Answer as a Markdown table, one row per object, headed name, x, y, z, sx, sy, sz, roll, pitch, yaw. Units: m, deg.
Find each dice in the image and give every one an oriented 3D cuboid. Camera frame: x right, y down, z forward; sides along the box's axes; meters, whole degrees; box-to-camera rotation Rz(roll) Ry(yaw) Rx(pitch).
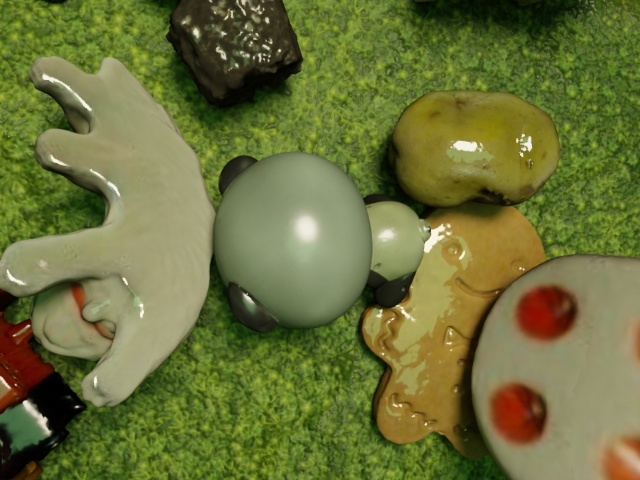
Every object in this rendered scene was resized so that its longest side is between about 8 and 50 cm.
| name | x | y | z | sx | sy | sz | roll | pitch | yaw |
| --- | --- | --- | --- | --- | --- | --- | --- | --- | --- |
| dice | 0.379 | 0.187 | 0.488 | 0.304 | 0.304 | 0.277 | 19 | 87 | -25 |

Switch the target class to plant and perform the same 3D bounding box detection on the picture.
| name | x | y | z | sx | sy | sz | roll | pitch | yaw |
| --- | --- | --- | --- | --- | --- | --- | --- | --- | --- |
| plant | -0.125 | -0.300 | 0.516 | 0.149 | 0.146 | 0.275 | -24 | 93 | -6 |

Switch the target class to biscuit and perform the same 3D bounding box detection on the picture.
| name | x | y | z | sx | sy | sz | roll | pitch | yaw |
| --- | --- | --- | --- | --- | --- | --- | --- | --- | --- |
| biscuit | 0.195 | 0.114 | 0.616 | 0.275 | 0.052 | 0.355 | 18 | 88 | -9 |

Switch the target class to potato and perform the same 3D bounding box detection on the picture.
| name | x | y | z | sx | sy | sz | roll | pitch | yaw |
| --- | --- | --- | --- | --- | --- | --- | --- | --- | --- |
| potato | 0.186 | -0.116 | 0.564 | 0.200 | 0.154 | 0.137 | -1 | 112 | -2 |

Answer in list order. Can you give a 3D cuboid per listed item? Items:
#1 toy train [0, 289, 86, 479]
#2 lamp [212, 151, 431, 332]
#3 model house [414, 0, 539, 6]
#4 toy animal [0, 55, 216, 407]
| name | x | y | z | sx | sy | sz | roll | pitch | yaw |
| --- | --- | --- | --- | --- | --- | --- | --- | --- | --- |
| toy train | -0.418 | 0.131 | 0.468 | 0.231 | 0.163 | 0.369 | -41 | 96 | -15 |
| lamp | 0.000 | 0.000 | 0.514 | 0.243 | 0.197 | 0.198 | 3 | 90 | -31 |
| model house | 0.277 | -0.449 | 0.512 | 0.266 | 0.261 | 0.321 | 6 | 104 | -11 |
| toy animal | -0.244 | -0.021 | 0.502 | 0.308 | 0.188 | 0.266 | 52 | 55 | -9 |
